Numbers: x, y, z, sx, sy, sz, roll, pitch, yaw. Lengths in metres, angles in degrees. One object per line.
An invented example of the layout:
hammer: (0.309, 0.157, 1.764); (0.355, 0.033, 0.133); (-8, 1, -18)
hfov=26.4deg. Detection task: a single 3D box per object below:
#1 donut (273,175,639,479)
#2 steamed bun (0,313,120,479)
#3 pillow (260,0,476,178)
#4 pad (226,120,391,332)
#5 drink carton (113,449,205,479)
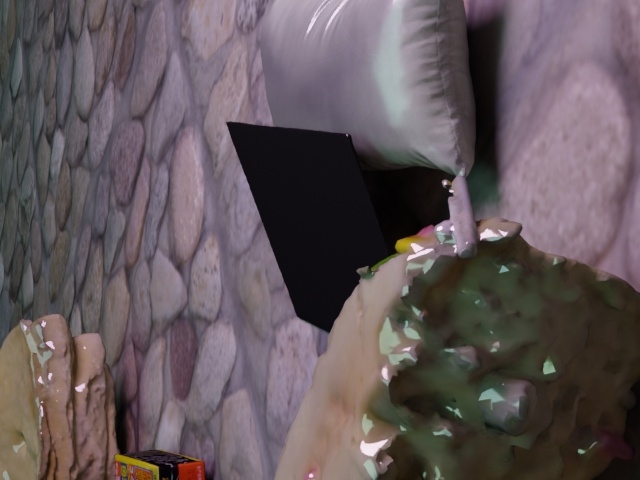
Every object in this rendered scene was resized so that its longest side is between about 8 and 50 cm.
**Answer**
donut: (0.073, 0.196, 0.614); (0.307, 0.150, 0.371); (118, 152, -45)
steamed bun: (-0.305, 0.309, 1.553); (0.247, 0.189, 0.428); (-10, 77, 44)
pillow: (0.026, -0.116, 0.887); (0.254, 0.078, 0.144); (-169, 79, -67)
pad: (0.000, 0.000, 0.940); (0.245, 0.006, 0.170); (16, 127, 68)
drink carton: (-0.151, 0.241, 1.302); (0.166, 0.056, 0.071); (170, 94, -67)
